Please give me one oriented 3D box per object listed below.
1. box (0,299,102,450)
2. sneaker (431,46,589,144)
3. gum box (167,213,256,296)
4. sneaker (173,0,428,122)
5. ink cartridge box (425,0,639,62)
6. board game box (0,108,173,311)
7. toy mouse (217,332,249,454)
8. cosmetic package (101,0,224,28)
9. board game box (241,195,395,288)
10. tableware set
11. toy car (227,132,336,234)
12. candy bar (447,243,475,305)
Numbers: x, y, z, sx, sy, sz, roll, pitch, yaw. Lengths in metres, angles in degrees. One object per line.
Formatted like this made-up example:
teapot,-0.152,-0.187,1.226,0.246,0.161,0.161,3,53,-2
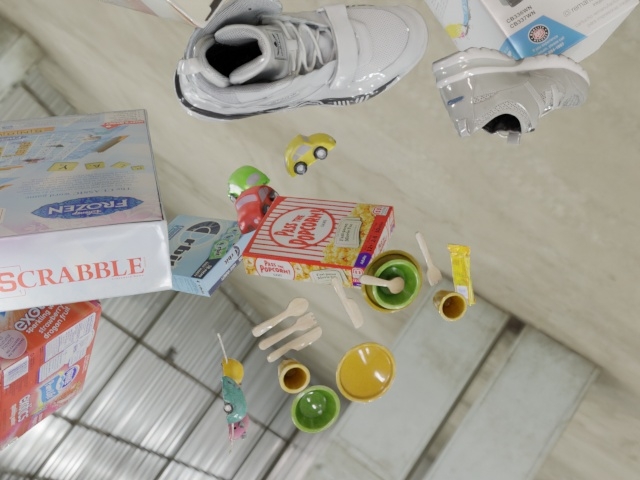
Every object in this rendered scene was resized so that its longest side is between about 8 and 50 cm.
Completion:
box,-0.351,0.122,0.900,0.122,0.128,0.257,46,144,11
sneaker,0.256,-0.181,1.040,0.281,0.115,0.105,-6,177,-36
gum box,-0.221,0.021,1.358,0.184,0.157,0.041,8,132,34
sneaker,-0.018,-0.245,1.024,0.210,0.365,0.138,-159,56,-84
ink cartridge box,0.304,-0.387,1.213,0.270,0.198,0.197,57,177,7
board game box,-0.305,-0.034,0.700,0.318,0.318,0.066,-119,25,-62
toy mouse,-0.116,0.232,1.078,0.143,0.031,0.161,-104,9,-51
cosmetic package,-0.198,-0.329,0.794,0.296,0.153,0.129,30,176,44
board game box,0.000,0.000,1.168,0.193,0.147,0.045,6,131,19
tableware set,0.035,0.071,0.569,0.104,0.154,0.024,64,171,-19
toy car,-0.105,-0.104,1.348,0.053,0.239,0.225,52,153,-21
candy bar,0.251,0.063,1.383,0.040,0.018,0.161,8,141,23
